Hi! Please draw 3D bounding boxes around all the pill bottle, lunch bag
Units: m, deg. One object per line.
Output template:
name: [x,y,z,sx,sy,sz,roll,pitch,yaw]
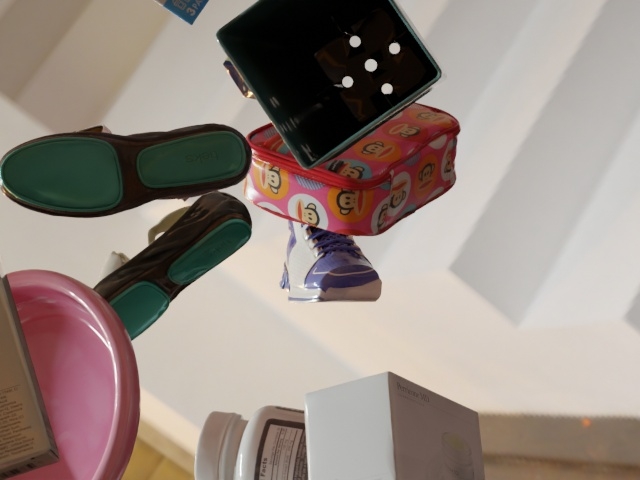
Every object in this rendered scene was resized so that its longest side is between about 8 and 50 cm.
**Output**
pill bottle: [-0.027,0.353,2.103,0.176,0.319,0.176,7,-90,-77]
lunch bag: [0.032,-0.118,1.892,0.293,0.258,0.120,-32,-47,-48]

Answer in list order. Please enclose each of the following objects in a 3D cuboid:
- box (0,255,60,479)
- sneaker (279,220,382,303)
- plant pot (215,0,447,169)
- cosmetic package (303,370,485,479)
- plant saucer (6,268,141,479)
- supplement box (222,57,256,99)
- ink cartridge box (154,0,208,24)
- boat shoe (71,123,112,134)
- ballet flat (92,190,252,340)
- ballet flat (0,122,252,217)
box: [-0.369,0.117,1.425,0.113,0.275,0.094,-17,-15,-7]
sneaker: [0.000,0.000,2.100,0.315,0.127,0.182,-159,69,-76]
plant pot: [0.031,-0.187,1.406,0.166,0.165,0.234,-34,-4,13]
cosmetic package: [0.100,0.306,1.674,0.138,0.224,0.224,-21,60,30]
plant saucer: [-0.334,0.202,1.555,0.332,0.084,0.332,-9,71,27]
supplement box: [-0.093,-0.272,2.060,0.056,0.083,0.083,16,65,32]
ink cartridge box: [-0.175,-0.313,1.348,0.104,0.181,0.061,-53,13,18]
boat shoe: [-0.356,-0.147,1.966,0.100,0.035,0.035,-15,63,6]
ballet flat: [-0.208,0.037,1.688,0.280,0.095,0.096,-37,51,-1]
ballet flat: [-0.156,-0.056,1.090,0.074,0.203,0.074,173,90,-84]
